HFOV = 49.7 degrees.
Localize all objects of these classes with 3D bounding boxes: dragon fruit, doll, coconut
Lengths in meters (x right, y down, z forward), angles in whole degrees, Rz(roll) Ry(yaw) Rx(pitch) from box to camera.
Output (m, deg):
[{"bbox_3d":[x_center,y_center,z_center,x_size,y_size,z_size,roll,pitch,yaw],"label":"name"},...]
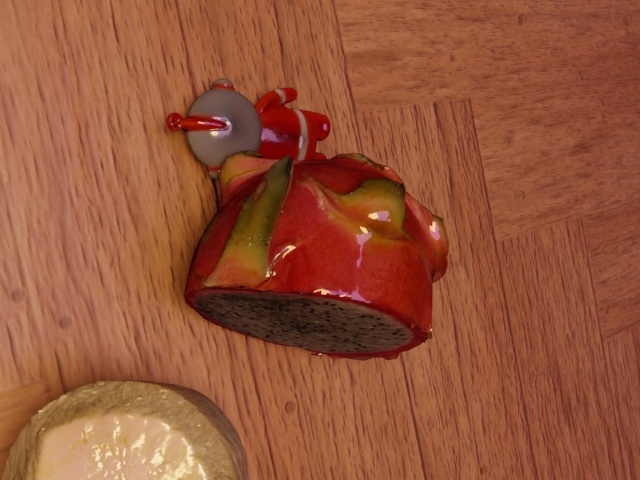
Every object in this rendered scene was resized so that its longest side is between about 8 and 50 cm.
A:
[{"bbox_3d":[0.000,0.000,0.809,0.305,0.305,0.225,25,66,-31],"label":"dragon fruit"},{"bbox_3d":[-0.087,-0.133,0.879,0.245,0.076,0.142,2,90,-39],"label":"doll"},{"bbox_3d":[-0.187,0.253,0.691,0.239,0.244,0.239,1,78,-6],"label":"coconut"}]
